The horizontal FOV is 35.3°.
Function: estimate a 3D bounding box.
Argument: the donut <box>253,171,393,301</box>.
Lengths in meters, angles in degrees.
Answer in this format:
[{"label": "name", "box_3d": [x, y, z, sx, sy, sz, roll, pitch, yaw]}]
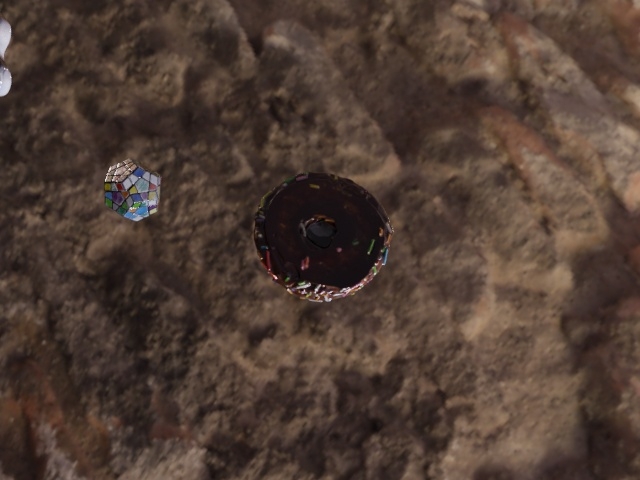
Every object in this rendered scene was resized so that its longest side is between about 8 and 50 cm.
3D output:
[{"label": "donut", "box_3d": [0.000, 0.000, 1.667, 0.235, 0.089, 0.235, 2, -119, -4]}]

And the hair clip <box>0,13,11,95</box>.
[{"label": "hair clip", "box_3d": [-0.465, -0.276, 1.333, 0.075, 0.146, 0.257, -1, -140, -26]}]

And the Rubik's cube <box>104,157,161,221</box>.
[{"label": "Rubik's cube", "box_3d": [-0.329, -0.089, 1.764, 0.111, 0.111, 0.093, -95, -14, -47]}]
